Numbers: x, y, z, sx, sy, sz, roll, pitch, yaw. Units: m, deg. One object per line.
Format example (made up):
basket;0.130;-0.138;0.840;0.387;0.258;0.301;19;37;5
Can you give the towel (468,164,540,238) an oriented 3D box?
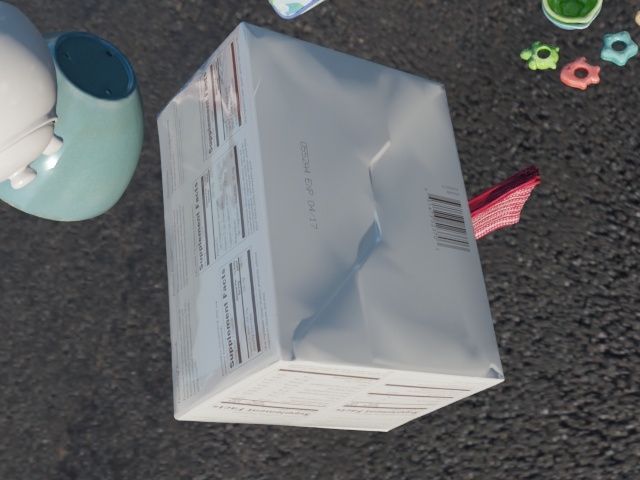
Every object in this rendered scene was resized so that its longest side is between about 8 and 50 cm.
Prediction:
towel;0.241;-0.027;1.584;0.198;0.275;0.031;-28;77;-3

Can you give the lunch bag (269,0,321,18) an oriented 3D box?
lunch bag;-0.049;-0.523;1.795;0.176;0.090;0.219;-24;102;34

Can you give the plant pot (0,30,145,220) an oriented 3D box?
plant pot;-0.382;-0.203;1.539;0.195;0.290;0.290;-43;61;39

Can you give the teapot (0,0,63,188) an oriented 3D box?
teapot;-0.397;-0.140;1.164;0.187;0.256;0.252;56;146;-8

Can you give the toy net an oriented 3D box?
toy net;0.351;-0.219;1.141;0.232;0.045;0.122;22;73;17

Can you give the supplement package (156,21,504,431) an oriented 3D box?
supplement package;0.000;0.000;0.785;0.145;0.204;0.262;-34;54;46
